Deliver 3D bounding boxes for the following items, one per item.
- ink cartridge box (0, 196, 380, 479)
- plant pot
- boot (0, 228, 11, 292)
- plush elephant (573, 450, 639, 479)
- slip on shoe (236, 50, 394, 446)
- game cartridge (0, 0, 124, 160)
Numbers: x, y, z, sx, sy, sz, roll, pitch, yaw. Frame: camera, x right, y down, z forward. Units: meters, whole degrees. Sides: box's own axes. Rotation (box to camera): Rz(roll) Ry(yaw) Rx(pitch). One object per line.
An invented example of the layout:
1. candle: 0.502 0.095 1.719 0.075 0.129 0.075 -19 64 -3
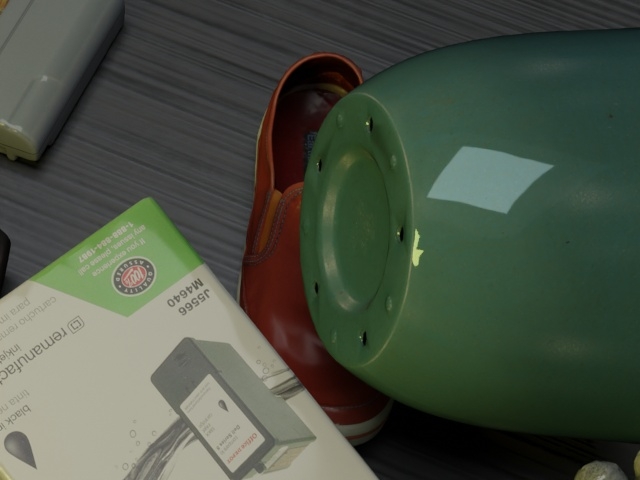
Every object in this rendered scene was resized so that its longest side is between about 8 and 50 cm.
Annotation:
1. ink cartridge box: -0.110 0.142 1.326 0.198 0.115 0.273 -37 80 -19
2. plant pot: 0.125 -0.004 1.338 0.235 0.293 0.293 0 54 -23
3. boot: -0.381 0.097 1.427 0.264 0.096 0.280 16 64 -1
4. plush elephant: 0.143 0.236 1.174 0.330 0.255 0.272 -42 41 3
5. slip on shoe: 0.000 0.000 1.480 0.123 0.101 0.331 2 57 -3
6. game cartridge: -0.323 -0.188 1.623 0.297 0.062 0.198 19 61 10
